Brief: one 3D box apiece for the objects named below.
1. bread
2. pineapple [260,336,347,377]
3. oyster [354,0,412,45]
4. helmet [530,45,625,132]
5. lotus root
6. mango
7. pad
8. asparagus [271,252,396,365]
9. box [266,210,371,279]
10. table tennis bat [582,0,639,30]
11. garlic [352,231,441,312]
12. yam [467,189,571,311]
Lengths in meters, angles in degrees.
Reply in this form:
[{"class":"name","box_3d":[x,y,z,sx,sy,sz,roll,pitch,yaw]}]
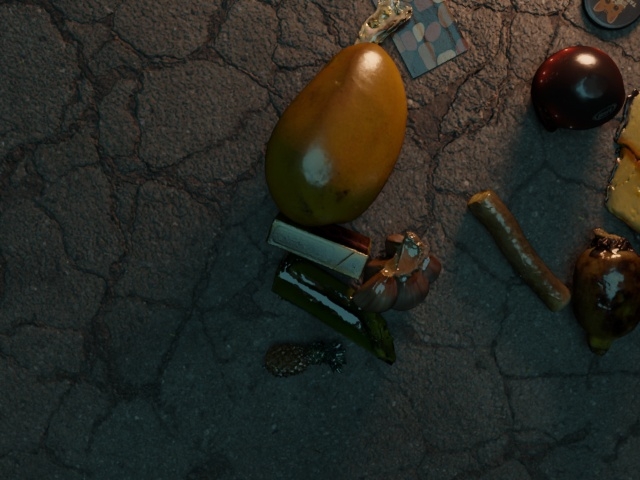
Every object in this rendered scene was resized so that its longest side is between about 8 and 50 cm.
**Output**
[{"class":"bread","box_3d":[0.889,-0.118,1.523,0.405,0.242,0.345,37,106,41]},{"class":"pineapple","box_3d":[-0.043,0.302,1.598,0.222,0.083,0.103,-8,107,3]},{"class":"oyster","box_3d":[0.138,-0.509,1.536,0.200,0.061,0.106,-33,71,7]},{"class":"helmet","box_3d":[0.594,-0.352,1.468,0.189,0.193,0.216,-31,51,4]},{"class":"lotus root","box_3d":[0.696,0.127,1.519,0.170,0.141,0.313,2,95,-1]},{"class":"mango","box_3d":[0.047,-0.239,1.457,0.300,0.232,0.445,27,84,-28]},{"class":"pad","box_3d":[0.243,-0.536,1.547,0.158,0.003,0.234,-28,93,5]},{"class":"asparagus","box_3d":[0.052,0.168,1.571,0.382,0.108,0.128,33,95,-3]},{"class":"box","box_3d":[0.000,0.000,1.526,0.240,0.159,0.071,22,106,1]},{"class":"table tennis bat","box_3d":[0.732,-0.614,1.510,0.150,0.027,0.236,39,98,-1]},{"class":"garlic","box_3d":[0.186,0.096,1.511,0.160,0.191,0.214,30,75,-1]},{"class":"yam","box_3d":[0.495,0.027,1.554,0.081,0.081,0.356,-39,93,5]}]
